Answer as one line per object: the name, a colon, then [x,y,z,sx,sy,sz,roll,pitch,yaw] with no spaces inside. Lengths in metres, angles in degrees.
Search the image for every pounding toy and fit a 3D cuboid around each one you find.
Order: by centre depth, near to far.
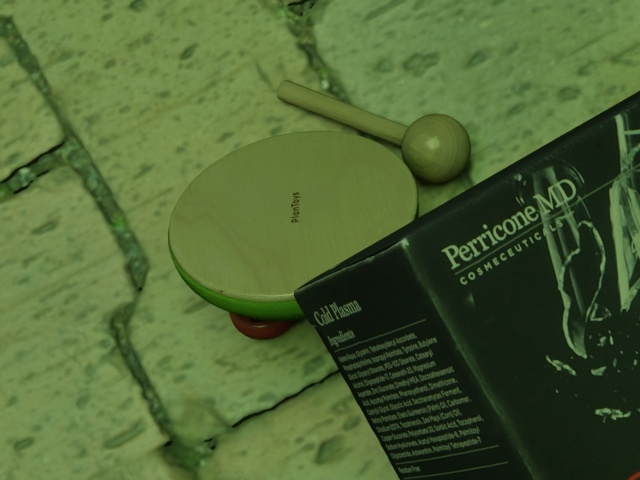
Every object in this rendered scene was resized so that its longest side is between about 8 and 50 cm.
pounding toy: [0.000,0.000,1.258,0.183,0.110,0.237,13,46,26]

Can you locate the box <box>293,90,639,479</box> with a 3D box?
box: [0.219,0.074,1.020,0.343,0.179,0.312,-30,90,-24]
